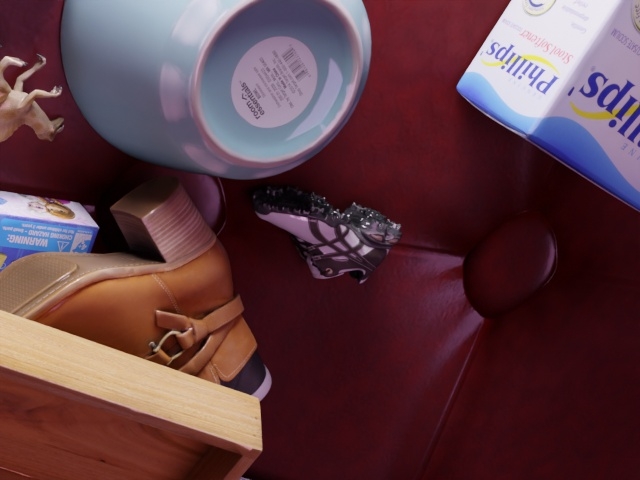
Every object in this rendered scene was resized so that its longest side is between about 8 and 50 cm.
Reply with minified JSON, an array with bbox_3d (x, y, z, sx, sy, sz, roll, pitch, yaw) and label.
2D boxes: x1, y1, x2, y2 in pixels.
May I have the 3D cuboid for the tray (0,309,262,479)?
[{"bbox_3d":[-0.282,0.165,1.266,0.411,0.076,0.203,23,126,-22],"label":"tray"}]

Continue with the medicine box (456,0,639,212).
[{"bbox_3d":[0.349,-0.213,1.588,0.263,0.149,0.289,26,100,-39],"label":"medicine box"}]

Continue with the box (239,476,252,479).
[{"bbox_3d":[-0.101,0.373,1.617,0.293,0.201,0.057,24,132,-38],"label":"box"}]

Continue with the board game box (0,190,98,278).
[{"bbox_3d":[-0.411,0.095,1.349,0.319,0.066,0.318,8,112,-35],"label":"board game box"}]

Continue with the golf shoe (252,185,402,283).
[{"bbox_3d":[0.000,0.000,1.543,0.198,0.077,0.094,16,107,-36],"label":"golf shoe"}]

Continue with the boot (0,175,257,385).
[{"bbox_3d":[-0.202,0.095,1.368,0.283,0.109,0.220,-39,124,-25],"label":"boot"}]

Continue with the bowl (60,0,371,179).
[{"bbox_3d":[-0.074,-0.184,1.336,0.312,0.163,0.311,-15,122,-24],"label":"bowl"}]

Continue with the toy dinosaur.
[{"bbox_3d":[-0.307,-0.134,1.292,0.183,0.053,0.092,11,111,-36],"label":"toy dinosaur"}]

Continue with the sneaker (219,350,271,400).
[{"bbox_3d":[-0.195,0.167,1.504,0.296,0.104,0.147,-33,128,-22],"label":"sneaker"}]
